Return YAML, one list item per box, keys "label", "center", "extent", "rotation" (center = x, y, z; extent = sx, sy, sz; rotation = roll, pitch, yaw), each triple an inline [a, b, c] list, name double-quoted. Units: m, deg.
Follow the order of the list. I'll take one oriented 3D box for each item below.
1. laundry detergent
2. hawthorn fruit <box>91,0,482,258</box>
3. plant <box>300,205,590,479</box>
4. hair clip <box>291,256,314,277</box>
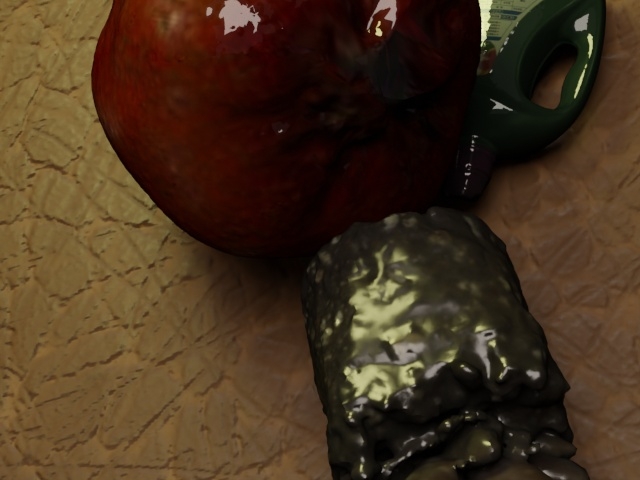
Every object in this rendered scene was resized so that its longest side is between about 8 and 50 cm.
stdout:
- label: "laundry detergent"
  center: [0.144, -0.127, 1.323]
  extent: [0.144, 0.078, 0.222]
  rotation: [5, 65, 15]
- label: "hawthorn fruit"
  center: [-0.035, -0.124, 1.240]
  extent: [0.311, 0.295, 0.295]
  rotation: [-11, 56, 47]
- label: "plant"
  center: [0.081, 0.147, 1.148]
  extent: [0.194, 0.181, 0.321]
  rotation: [-17, 58, 4]
- label: "hair clip"
  center: [0.000, 0.000, 1.324]
  extent: [0.054, 0.022, 0.137]
  rotation: [-30, 55, -4]
